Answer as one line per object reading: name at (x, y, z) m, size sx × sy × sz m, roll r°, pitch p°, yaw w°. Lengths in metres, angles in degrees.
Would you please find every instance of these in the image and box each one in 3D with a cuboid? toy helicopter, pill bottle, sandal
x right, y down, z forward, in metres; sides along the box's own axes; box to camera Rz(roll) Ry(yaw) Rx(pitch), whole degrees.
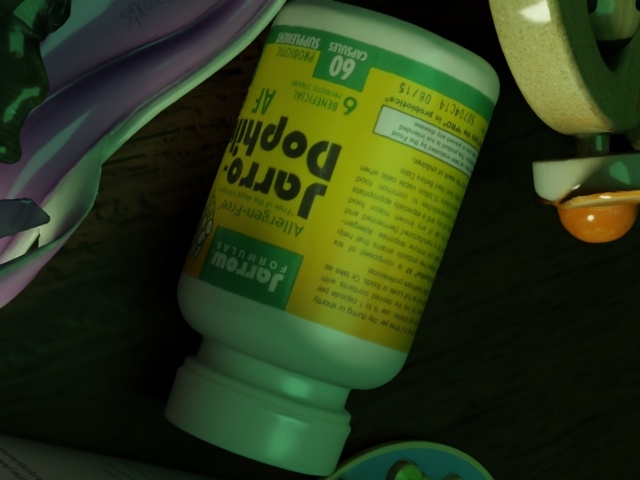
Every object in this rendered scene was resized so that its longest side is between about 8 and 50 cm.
toy helicopter at (0.169, -0.086, 0.766) m, size 0.355 × 0.140 × 0.235 m, roll 37°, pitch 52°, yaw -55°
pill bottle at (0.000, 0.000, 0.677) m, size 0.117 × 0.117 × 0.208 m, roll 21°, pitch 89°, yaw -41°
sandal at (-0.143, -0.043, 0.559) m, size 0.416 × 0.102 × 0.169 m, roll -51°, pitch 127°, yaw -17°

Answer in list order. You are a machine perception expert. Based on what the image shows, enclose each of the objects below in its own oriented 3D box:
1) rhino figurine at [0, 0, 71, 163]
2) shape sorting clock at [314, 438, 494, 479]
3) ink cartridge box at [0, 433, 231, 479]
rhino figurine at (-0.192, -0.124, 0.472) m, size 0.243 × 0.073 × 0.106 m, roll 26°, pitch 84°, yaw -4°
shape sorting clock at (0.039, 0.217, 0.817) m, size 0.206 × 0.040 × 0.206 m, roll -11°, pitch 109°, yaw -37°
ink cartridge box at (-0.036, 0.264, 0.655) m, size 0.384 × 0.160 × 0.279 m, roll 18°, pitch 87°, yaw -33°
